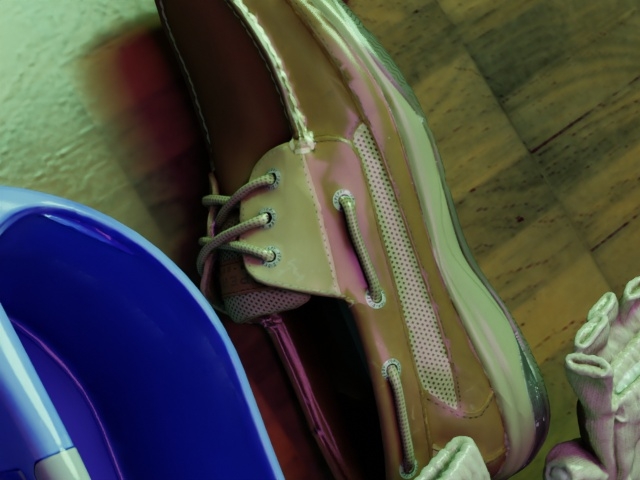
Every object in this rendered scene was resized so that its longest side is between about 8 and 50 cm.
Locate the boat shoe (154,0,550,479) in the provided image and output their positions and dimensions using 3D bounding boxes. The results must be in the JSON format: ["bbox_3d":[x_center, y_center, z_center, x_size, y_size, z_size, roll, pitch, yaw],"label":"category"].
[{"bbox_3d":[0.000,0.000,0.996,0.120,0.122,0.324,-31,92,-31],"label":"boat shoe"}]

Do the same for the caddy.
[{"bbox_3d":[-0.128,0.147,0.833,0.241,0.179,0.341,-20,86,-34],"label":"caddy"}]

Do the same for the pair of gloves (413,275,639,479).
[{"bbox_3d":[0.129,0.148,1.011,0.240,0.042,0.204,-40,136,-31],"label":"pair of gloves"}]
